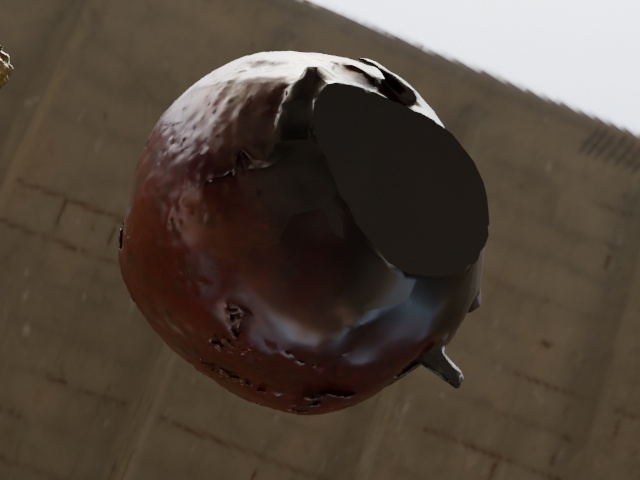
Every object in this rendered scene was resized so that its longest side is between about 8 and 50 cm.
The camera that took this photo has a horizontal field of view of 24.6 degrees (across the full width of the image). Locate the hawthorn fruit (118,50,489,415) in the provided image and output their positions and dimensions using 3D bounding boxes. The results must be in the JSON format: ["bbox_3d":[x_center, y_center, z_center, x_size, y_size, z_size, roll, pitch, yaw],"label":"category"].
[{"bbox_3d":[-0.010,-0.014,1.150,0.316,0.316,0.315,6,-115,-12],"label":"hawthorn fruit"}]

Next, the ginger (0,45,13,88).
[{"bbox_3d":[-0.308,-0.134,0.912,0.375,0.236,0.166,-29,-79,-49],"label":"ginger"}]
